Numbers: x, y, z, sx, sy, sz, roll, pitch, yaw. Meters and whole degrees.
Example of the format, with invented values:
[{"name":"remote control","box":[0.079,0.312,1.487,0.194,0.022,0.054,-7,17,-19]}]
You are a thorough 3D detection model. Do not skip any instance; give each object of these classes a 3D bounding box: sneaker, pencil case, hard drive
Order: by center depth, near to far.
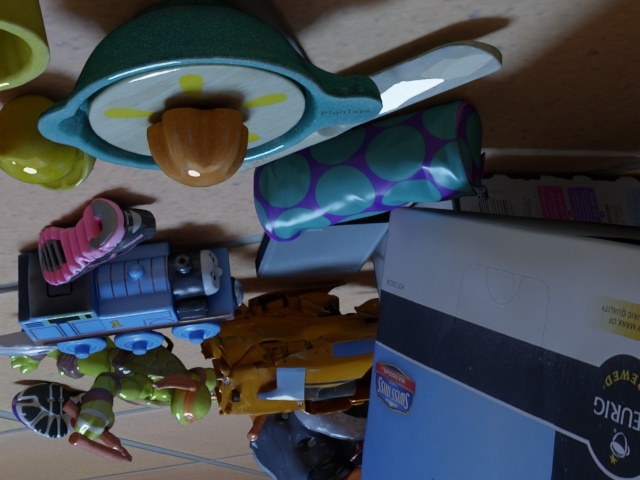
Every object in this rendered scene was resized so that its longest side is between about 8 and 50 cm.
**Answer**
[{"name":"pencil case","box":[0.033,-0.043,0.728,0.152,0.064,0.070,-13,141,19]},{"name":"sneaker","box":[-0.168,0.002,0.836,0.119,0.047,0.057,-22,168,42]},{"name":"hard drive","box":[0.000,0.000,0.916,0.094,0.022,0.135,-3,162,-11]},{"name":"sneaker","box":[-0.349,0.223,1.407,0.071,0.068,0.170,-5,164,13]}]

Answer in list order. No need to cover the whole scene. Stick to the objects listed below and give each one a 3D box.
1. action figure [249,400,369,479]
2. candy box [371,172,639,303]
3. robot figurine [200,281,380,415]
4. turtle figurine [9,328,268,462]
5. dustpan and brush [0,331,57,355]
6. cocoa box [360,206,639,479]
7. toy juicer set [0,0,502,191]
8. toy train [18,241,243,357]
[{"name":"action figure","box":[0.029,0.244,1.283,0.179,0.330,0.341,2,129,-44]},{"name":"candy box","box":[0.165,0.007,0.920,0.196,0.070,0.165,0,160,-19]},{"name":"robot figurine","box":[0.039,0.091,1.025,0.291,0.085,0.211,-7,-160,-12]},{"name":"turtle figurine","box":[-0.184,0.126,1.029,0.217,0.087,0.270,16,-169,31]},{"name":"dustpan and brush","box":[-0.339,0.081,0.973,0.211,0.060,0.147,-6,162,-4]},{"name":"cocoa box","box":[0.198,0.112,0.666,0.232,0.227,0.347,4,-176,-22]},{"name":"toy juicer set","box":[-0.084,-0.059,0.594,0.329,0.089,0.209,5,158,-35]},{"name":"toy train","box":[-0.158,0.046,0.914,0.184,0.080,0.105,-7,156,1]}]
